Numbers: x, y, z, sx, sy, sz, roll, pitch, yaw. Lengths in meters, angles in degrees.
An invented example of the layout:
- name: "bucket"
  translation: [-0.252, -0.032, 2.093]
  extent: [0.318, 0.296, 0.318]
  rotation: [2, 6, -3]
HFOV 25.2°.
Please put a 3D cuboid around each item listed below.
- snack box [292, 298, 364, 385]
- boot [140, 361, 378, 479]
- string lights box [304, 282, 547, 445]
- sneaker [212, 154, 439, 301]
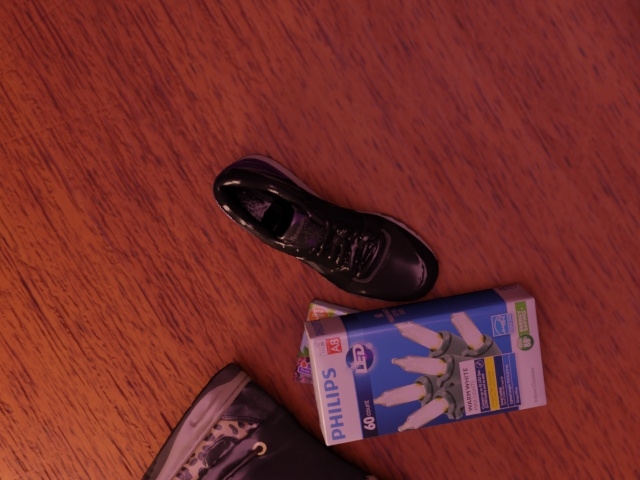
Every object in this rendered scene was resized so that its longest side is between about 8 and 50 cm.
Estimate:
- name: "snack box"
  translation: [0.047, 0.136, 1.715]
  extent: [0.141, 0.037, 0.100]
  rotation: [14, 98, 5]
- name: "boot"
  translation: [-0.097, 0.371, 1.723]
  extent: [0.284, 0.138, 0.377]
  rotation: [31, 95, 3]
- name: "string lights box"
  translation: [0.120, 0.142, 1.650]
  extent: [0.259, 0.077, 0.133]
  rotation: [-10, 103, -5]
- name: "sneaker"
  translation: [0.000, 0.000, 1.661]
  extent: [0.283, 0.124, 0.107]
  rotation: [26, 101, 4]
